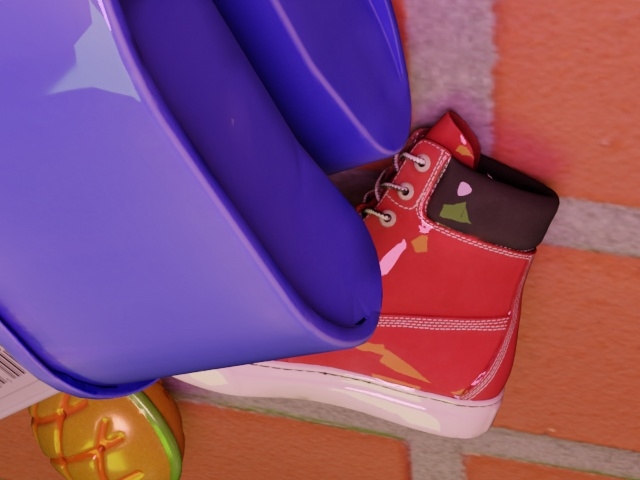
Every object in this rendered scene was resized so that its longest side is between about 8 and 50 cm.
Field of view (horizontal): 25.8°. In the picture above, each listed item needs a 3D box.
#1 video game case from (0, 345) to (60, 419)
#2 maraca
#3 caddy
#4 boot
[{"bbox_3d":[-0.318,0.017,0.799,0.300,0.036,0.329,43,137,-21],"label":"video game case"},{"bbox_3d":[-0.179,0.125,1.069,0.185,0.099,0.127,40,136,10],"label":"maraca"},{"bbox_3d":[-0.094,-0.081,0.600,0.179,0.241,0.341,-7,140,24],"label":"caddy"},{"bbox_3d":[0.000,0.000,0.774,0.244,0.088,0.176,11,112,-4],"label":"boot"}]
